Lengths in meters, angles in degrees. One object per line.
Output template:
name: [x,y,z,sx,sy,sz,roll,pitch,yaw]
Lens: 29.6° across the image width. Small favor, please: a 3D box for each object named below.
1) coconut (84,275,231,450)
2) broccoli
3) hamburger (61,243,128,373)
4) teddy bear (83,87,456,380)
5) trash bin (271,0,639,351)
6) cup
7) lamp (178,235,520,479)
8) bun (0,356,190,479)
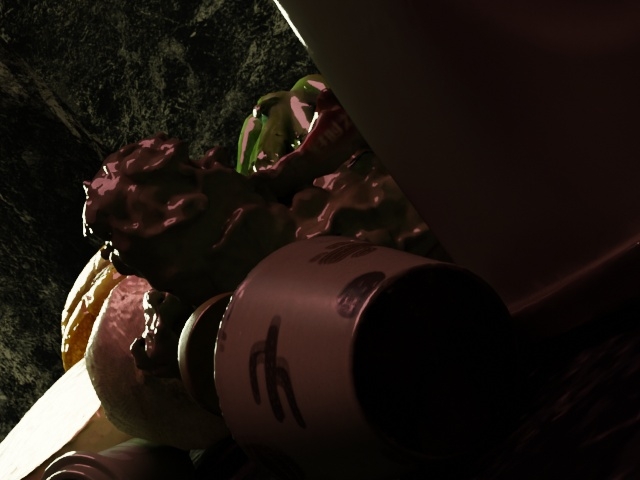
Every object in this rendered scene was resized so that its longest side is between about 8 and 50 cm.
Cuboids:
coconut: [-0.130,0.107,1.148,0.194,0.194,0.194,-44,1,1]
broccoli: [0.012,-0.046,1.255,0.295,0.245,0.265,-26,-23,18]
hamburger: [-0.183,0.117,1.569,0.314,0.290,0.170,-46,28,27]
teddy bear: [0.000,0.000,0.973,0.357,0.224,0.367,-30,-5,-15]
trash bin: [0.097,-0.117,0.551,0.219,0.250,0.220,-39,-2,-25]
cup: [-0.184,0.241,1.134,0.120,0.120,0.141,-43,-13,28]
lamp: [-0.001,0.058,0.576,0.121,0.121,0.215,-44,16,-23]
bun: [-0.237,0.242,1.365,0.299,0.165,0.299,-38,17,13]
